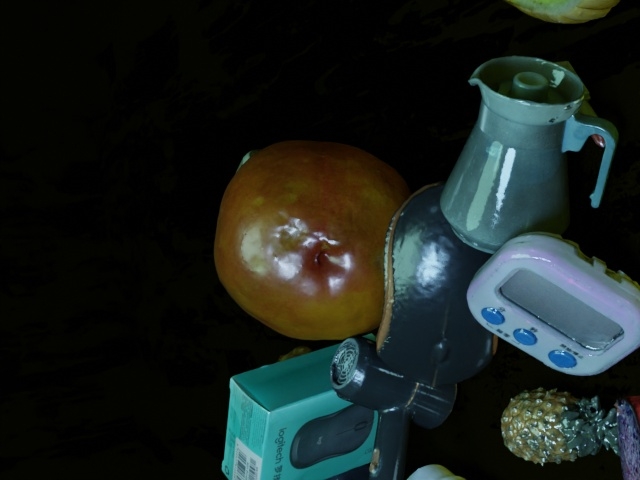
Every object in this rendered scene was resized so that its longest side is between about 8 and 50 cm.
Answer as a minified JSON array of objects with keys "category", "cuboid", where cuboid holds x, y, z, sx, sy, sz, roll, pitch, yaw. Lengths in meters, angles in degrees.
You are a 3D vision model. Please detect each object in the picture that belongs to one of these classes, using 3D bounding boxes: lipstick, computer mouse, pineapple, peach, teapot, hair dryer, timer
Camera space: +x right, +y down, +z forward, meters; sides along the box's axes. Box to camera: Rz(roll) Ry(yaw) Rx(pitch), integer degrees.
[{"category":"lipstick","cuboid":[0.331,-0.170,1.375,0.129,0.030,0.030,64,147,23]},{"category":"computer mouse","cuboid":[0.178,0.074,1.570,0.116,0.183,0.323,-88,0,-69]},{"category":"pineapple","cuboid":[0.330,0.247,1.414,0.198,0.108,0.108,-8,89,56]},{"category":"peach","cuboid":[0.000,0.000,1.721,0.301,0.343,0.342,-170,73,-87]},{"category":"teapot","cuboid":[0.263,-0.103,1.366,0.203,0.171,0.225,18,129,17]},{"category":"hair dryer","cuboid":[0.090,0.331,1.645,0.107,0.189,0.352,-31,42,53]},{"category":"timer","cuboid":[0.298,0.080,1.352,0.208,0.069,0.191,33,144,-2]}]

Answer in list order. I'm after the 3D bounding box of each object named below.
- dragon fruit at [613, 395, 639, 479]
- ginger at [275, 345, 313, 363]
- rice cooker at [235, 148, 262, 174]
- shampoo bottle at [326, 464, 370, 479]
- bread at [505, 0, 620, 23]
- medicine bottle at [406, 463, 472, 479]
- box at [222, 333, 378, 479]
[{"category":"dragon fruit","cuboid":[0.427,0.273,1.215,0.218,0.148,0.223,-82,-19,-76]},{"category":"ginger","cuboid":[-0.059,0.311,2.168,0.133,0.107,0.309,-105,29,-45]},{"category":"rice cooker","cuboid":[-0.089,-0.082,2.070,0.127,0.145,0.206,-50,52,34]},{"category":"shampoo bottle","cuboid":[-0.014,0.489,2.088,0.359,0.134,0.078,-31,72,61]},{"category":"bread","cuboid":[0.302,-0.379,1.335,0.236,0.070,0.236,26,120,57]},{"category":"medicine bottle","cuboid":[0.222,0.439,1.616,0.247,0.147,0.147,35,127,56]},{"category":"box","cuboid":[-0.005,0.300,1.834,0.118,0.311,0.205,38,129,42]}]
